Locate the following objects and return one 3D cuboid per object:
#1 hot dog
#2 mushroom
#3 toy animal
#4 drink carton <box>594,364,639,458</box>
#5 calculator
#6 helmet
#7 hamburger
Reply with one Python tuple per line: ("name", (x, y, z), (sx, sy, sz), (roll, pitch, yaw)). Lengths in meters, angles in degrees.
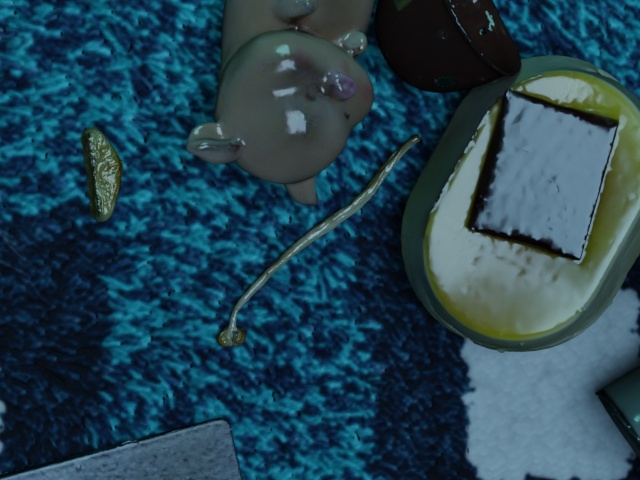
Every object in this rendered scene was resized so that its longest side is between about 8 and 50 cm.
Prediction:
("hot dog", (-0.204, -0.063, 1.735), (0.034, 0.030, 0.090), (-10, 99, -21))
("mushroom", (-0.004, -0.004, 1.798), (0.286, 0.026, 0.028), (-49, 120, -7))
("toy animal", (-0.027, -0.171, 1.705), (0.166, 0.154, 0.250), (19, 74, -26))
("drink carton", (0.400, 0.166, 1.844), (0.189, 0.191, 0.185), (-37, 106, 2))
("calculator", (-0.193, 0.275, 1.780), (0.261, 0.021, 0.161), (-13, 98, -13))
("helmet", (0.106, -0.210, 1.753), (0.106, 0.175, 0.155), (-27, 140, 24))
("hamburger", (0.208, -0.034, 1.784), (0.227, 0.151, 0.295), (31, 95, 0))
